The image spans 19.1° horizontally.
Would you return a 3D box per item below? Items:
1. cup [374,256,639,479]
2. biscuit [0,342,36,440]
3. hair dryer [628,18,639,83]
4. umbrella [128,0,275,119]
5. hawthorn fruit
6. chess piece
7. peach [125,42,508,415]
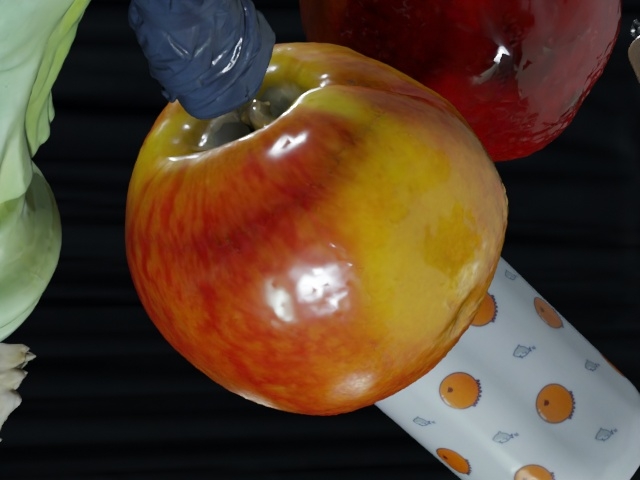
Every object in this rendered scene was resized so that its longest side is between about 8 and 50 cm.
[{"bbox_3d":[0.192,0.160,2.069,0.212,0.317,0.212,-46,5,6],"label":"cup"},{"bbox_3d":[-0.301,0.164,1.412,0.281,0.084,0.179,-32,40,59],"label":"biscuit"},{"bbox_3d":[0.211,-0.070,1.099,0.117,0.064,0.182,70,-176,-52],"label":"hair dryer"},{"bbox_3d":[-0.077,-0.143,0.951,0.248,0.071,0.071,66,-168,-61],"label":"umbrella"},{"bbox_3d":[0.122,-0.210,1.541,0.307,0.265,0.265,101,162,-61],"label":"hawthorn fruit"},{"bbox_3d":[-0.211,-0.075,1.075,0.298,0.175,0.176,116,149,-47],"label":"chess piece"},{"bbox_3d":[0.000,0.000,1.302,0.238,0.281,0.281,-89,11,-47],"label":"peach"}]
